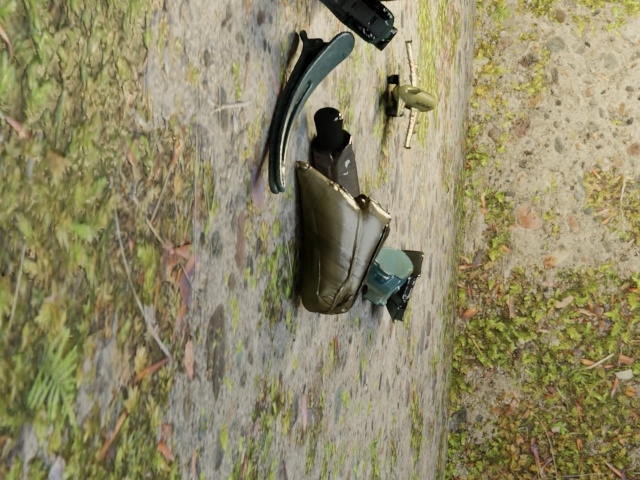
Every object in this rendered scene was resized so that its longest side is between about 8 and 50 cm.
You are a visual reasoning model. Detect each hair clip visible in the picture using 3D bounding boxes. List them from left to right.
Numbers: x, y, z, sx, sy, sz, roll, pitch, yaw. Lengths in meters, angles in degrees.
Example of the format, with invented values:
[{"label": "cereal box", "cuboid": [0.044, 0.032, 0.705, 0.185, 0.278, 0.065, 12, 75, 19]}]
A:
[{"label": "hair clip", "cuboid": [-0.031, -0.174, 1.233, 0.048, 0.083, 0.275, 67, 38, -56]}]

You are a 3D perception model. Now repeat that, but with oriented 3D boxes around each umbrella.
[{"label": "umbrella", "cuboid": [0.032, -0.063, 1.472, 0.073, 0.067, 0.337, -88, 171, -52]}]

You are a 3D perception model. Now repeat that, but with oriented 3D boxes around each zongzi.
[{"label": "zongzi", "cuboid": [0.000, 0.000, 1.361, 0.197, 0.099, 0.194, 34, 72, -36]}]

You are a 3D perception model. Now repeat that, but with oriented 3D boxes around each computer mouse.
[{"label": "computer mouse", "cuboid": [0.171, 0.088, 2.001, 0.231, 0.071, 0.126, -69, 178, -64]}]

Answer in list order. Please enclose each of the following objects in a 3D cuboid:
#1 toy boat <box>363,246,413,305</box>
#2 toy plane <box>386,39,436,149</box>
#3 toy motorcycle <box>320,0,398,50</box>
[{"label": "toy boat", "cuboid": [0.122, 0.075, 1.853, 0.102, 0.088, 0.215, -55, 176, 20]}, {"label": "toy plane", "cuboid": [0.193, -0.306, 1.966, 0.244, 0.092, 0.229, -2, 93, -76]}, {"label": "toy motorcycle", "cuboid": [0.035, -0.338, 1.292, 0.058, 0.173, 0.100, -50, -173, 7]}]
